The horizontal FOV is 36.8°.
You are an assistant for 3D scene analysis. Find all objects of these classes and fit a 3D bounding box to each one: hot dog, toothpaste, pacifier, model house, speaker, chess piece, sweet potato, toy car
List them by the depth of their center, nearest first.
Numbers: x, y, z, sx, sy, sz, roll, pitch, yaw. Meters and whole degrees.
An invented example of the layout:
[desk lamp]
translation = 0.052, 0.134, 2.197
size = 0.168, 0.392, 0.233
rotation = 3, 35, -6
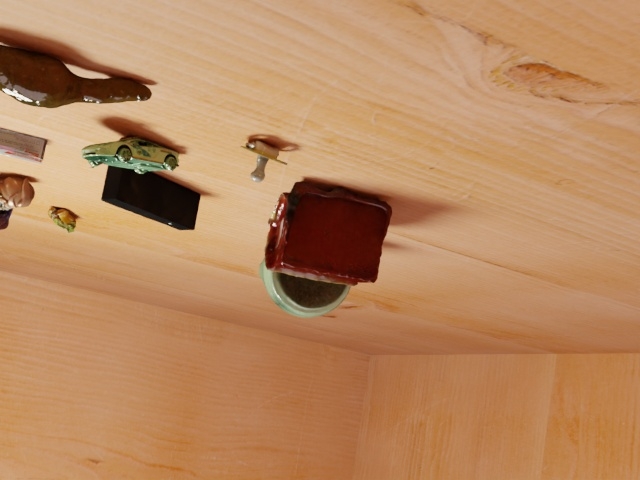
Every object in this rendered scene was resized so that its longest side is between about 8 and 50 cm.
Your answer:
[sweet potato]
translation = -0.369, -0.216, 1.326
size = 0.270, 0.074, 0.075
rotation = 11, 168, -24
[pacifier]
translation = -0.098, -0.126, 1.551
size = 0.083, 0.064, 0.068
rotation = 19, -178, -35
[toy car]
translation = -0.318, -0.148, 1.627
size = 0.093, 0.058, 0.186
rotation = -1, 176, 37
[toothpaste]
translation = -0.593, -0.182, 1.725
size = 0.196, 0.040, 0.047
rotation = 13, 169, -18
[model house]
translation = 0.000, 0.000, 1.829
size = 0.196, 0.160, 0.254
rotation = 11, 169, -11
[speaker]
translation = -0.325, -0.086, 1.867
size = 0.044, 0.082, 0.218
rotation = 0, 166, 36
[chess piece]
translation = -0.055, 0.071, 2.181
size = 0.195, 0.194, 0.299
rotation = 13, 176, -15
[hot dog]
translation = -0.627, -0.048, 2.347
size = 0.056, 0.041, 0.133
rotation = 9, 168, 4

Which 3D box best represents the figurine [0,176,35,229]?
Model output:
[figurine]
translation = -0.689, -0.095, 2.070
size = 0.157, 0.126, 0.114
rotation = -34, 97, 38
